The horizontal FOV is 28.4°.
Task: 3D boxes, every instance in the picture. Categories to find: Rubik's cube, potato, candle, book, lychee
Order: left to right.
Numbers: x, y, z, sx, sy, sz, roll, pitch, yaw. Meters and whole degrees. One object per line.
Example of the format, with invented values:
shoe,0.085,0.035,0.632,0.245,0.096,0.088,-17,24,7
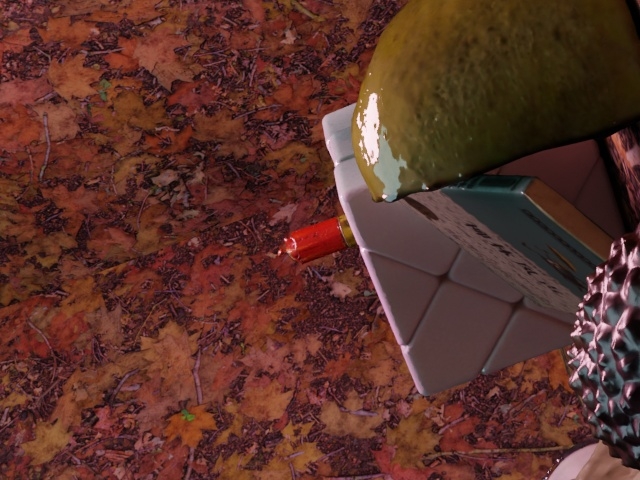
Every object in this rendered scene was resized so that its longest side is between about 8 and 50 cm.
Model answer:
candle,0.000,0.000,1.816,0.052,0.131,0.052,-20,-90,-83
potato,0.144,-0.181,1.242,0.330,0.280,0.212,-74,-39,-80
Rubik's cube,0.209,-0.041,1.673,0.316,0.322,0.318,-102,-11,-66
book,0.226,0.010,1.331,0.264,0.031,0.379,36,173,-16
lychee,0.237,0.055,0.737,0.188,0.188,0.188,-20,-90,-85

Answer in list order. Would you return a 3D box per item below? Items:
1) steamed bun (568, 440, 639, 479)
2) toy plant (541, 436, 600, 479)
steamed bun,0.329,0.346,1.239,0.346,0.237,0.394,53,164,37
toy plant,0.508,0.495,2.066,0.332,0.247,0.247,-117,4,-67
